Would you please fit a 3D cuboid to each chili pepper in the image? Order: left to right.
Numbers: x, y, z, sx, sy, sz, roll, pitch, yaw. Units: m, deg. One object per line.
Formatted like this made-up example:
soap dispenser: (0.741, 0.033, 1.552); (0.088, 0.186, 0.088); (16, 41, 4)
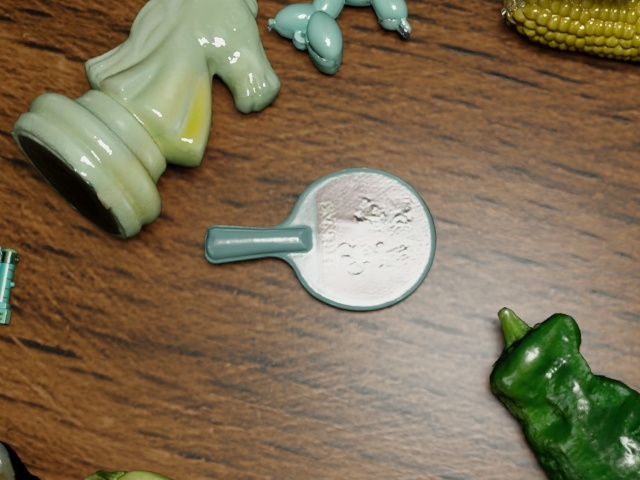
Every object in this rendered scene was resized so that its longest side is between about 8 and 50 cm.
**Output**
chili pepper: (0.259, 0.174, 0.929); (0.136, 0.099, 0.270); (-43, 83, 21)

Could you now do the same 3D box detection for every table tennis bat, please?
table tennis bat: (0.000, 0.000, 1.020); (0.244, 0.040, 0.153); (-2, 79, 0)

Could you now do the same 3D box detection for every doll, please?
doll: (0.023, -0.261, 1.056); (0.159, 0.059, 0.159); (3, 79, 5)

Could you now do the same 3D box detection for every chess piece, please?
chess piece: (-0.162, -0.156, 1.022); (0.175, 0.176, 0.298); (37, 71, 11)

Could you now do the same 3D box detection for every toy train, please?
toy train: (-0.352, 0.048, 1.045); (0.045, 0.029, 0.092); (7, 78, -1)

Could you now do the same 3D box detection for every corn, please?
corn: (0.342, -0.233, 1.002); (0.305, 0.106, 0.106); (12, 80, 4)

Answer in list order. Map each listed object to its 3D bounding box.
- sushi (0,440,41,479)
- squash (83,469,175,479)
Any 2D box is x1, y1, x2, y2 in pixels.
sushi: (-0.333, 0.322, 0.914); (0.238, 0.219, 0.225); (-12, 39, 29)
squash: (-0.143, 0.285, 0.958); (0.224, 0.094, 0.094); (25, 82, 17)
